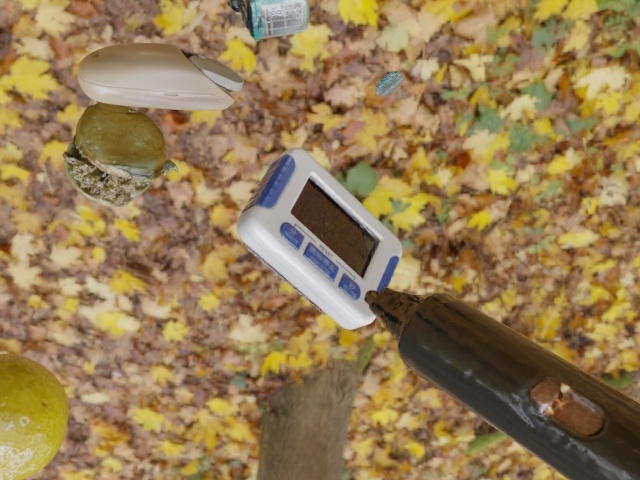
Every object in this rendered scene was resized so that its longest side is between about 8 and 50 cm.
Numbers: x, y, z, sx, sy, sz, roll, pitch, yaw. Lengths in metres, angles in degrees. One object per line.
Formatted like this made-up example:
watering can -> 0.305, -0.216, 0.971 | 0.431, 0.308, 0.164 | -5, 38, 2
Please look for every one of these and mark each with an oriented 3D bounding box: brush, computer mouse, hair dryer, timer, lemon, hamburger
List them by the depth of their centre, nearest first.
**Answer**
hair dryer -> 0.128, 0.091, 0.405 | 0.352, 0.107, 0.189 | 30, 167, 43
lemon -> -0.443, 0.240, 1.100 | 0.203, 0.178, 0.178 | 18, 143, -40
computer mouse -> -0.236, -0.245, 1.200 | 0.237, 0.145, 0.081 | 0, 113, -18
timer -> 0.000, 0.000, 1.215 | 0.253, 0.178, 0.078 | 43, 140, -19
hamburger -> -0.319, -0.133, 1.307 | 0.185, 0.159, 0.131 | 11, 143, -22
brush -> 0.174, -0.349, 1.875 | 0.070, 0.021, 0.196 | -42, 165, 14

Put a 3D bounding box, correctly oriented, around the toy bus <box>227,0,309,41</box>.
toy bus -> -0.078, -0.390, 1.084 | 0.109, 0.261, 0.091 | -7, 155, -4
